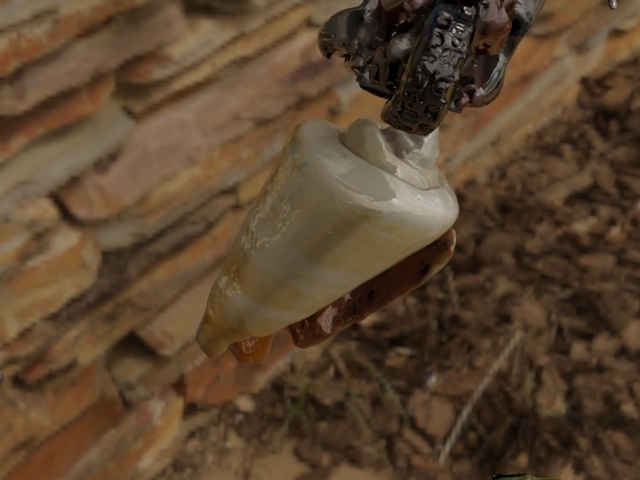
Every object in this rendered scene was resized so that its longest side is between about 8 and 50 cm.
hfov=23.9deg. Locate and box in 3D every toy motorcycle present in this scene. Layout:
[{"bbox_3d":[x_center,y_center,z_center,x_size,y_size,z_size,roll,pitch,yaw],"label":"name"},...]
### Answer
[{"bbox_3d":[0.084,-0.159,0.857,0.134,0.207,0.401,21,10,-4],"label":"toy motorcycle"}]

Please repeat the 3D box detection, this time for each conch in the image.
[{"bbox_3d":[-0.003,-0.011,1.114,0.158,0.255,0.127,11,52,-55],"label":"conch"}]

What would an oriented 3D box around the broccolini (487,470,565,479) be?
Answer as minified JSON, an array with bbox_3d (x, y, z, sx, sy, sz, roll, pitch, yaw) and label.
[{"bbox_3d":[0.247,0.298,1.359,0.271,0.062,0.123,32,65,-16],"label":"broccolini"}]

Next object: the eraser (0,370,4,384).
[{"bbox_3d":[-0.438,0.073,1.469,0.155,0.101,0.332,-26,34,-22],"label":"eraser"}]
